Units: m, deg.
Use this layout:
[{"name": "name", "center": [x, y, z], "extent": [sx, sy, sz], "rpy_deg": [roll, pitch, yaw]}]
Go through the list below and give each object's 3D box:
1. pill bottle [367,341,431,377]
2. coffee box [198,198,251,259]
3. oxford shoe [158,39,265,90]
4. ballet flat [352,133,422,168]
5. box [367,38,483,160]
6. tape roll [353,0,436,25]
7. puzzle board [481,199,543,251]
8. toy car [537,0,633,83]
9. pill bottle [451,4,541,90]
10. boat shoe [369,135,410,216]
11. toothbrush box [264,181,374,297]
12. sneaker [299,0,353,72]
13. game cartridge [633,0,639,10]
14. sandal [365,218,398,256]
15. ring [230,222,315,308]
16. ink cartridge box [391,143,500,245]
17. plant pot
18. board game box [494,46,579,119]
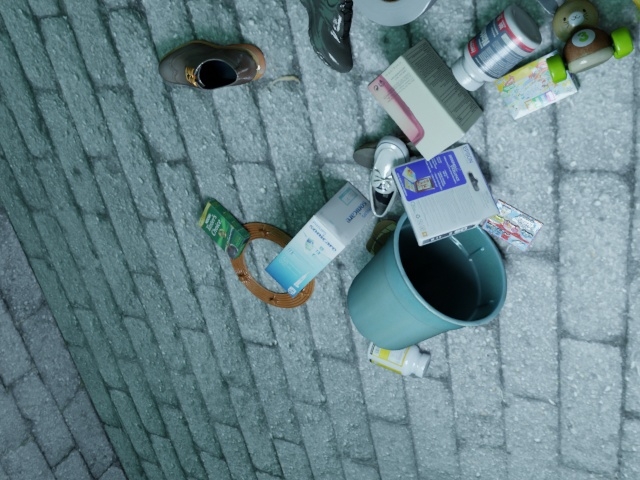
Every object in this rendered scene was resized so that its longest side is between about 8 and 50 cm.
[{"name": "pill bottle", "center": [0.246, 0.362, 2.033], "extent": [0.184, 0.103, 0.103], "rpy_deg": [20, 129, 22]}, {"name": "coffee box", "center": [-0.321, -0.036, 2.156], "extent": [0.184, 0.040, 0.113], "rpy_deg": [45, 129, 13]}, {"name": "oxford shoe", "center": [-0.337, -0.487, 1.825], "extent": [0.363, 0.133, 0.130], "rpy_deg": [4, 122, 32]}, {"name": "ballet flat", "center": [0.191, -0.244, 1.703], "extent": [0.249, 0.058, 0.084], "rpy_deg": [-10, 135, 44]}, {"name": "box", "center": [0.249, -0.332, 1.534], "extent": [0.232, 0.148, 0.126], "rpy_deg": [50, 133, -5]}, {"name": "tape roll", "center": [0.168, -0.601, 1.458], "extent": [0.219, 0.072, 0.219], "rpy_deg": [18, 128, 24]}, {"name": "puzzle board", "center": [0.490, -0.036, 1.664], "extent": [0.128, 0.011, 0.096], "rpy_deg": [31, 129, 12]}, {"name": "toy car", "center": [0.516, -0.435, 1.306], "extent": [0.155, 0.149, 0.189], "rpy_deg": [-19, 93, 23]}, {"name": "pill bottle", "center": [0.379, -0.413, 1.420], "extent": [0.108, 0.108, 0.180], "rpy_deg": [48, 133, -4]}, {"name": "boat shoe", "center": [0.175, -0.159, 1.696], "extent": [0.095, 0.084, 0.258], "rpy_deg": [15, 145, 16]}, {"name": "toothbrush box", "center": [0.000, 0.000, 1.875], "extent": [0.126, 0.216, 0.295], "rpy_deg": [45, 134, -1]}, {"name": "sneaker", "center": [0.031, -0.547, 1.568], "extent": [0.130, 0.109, 0.286], "rpy_deg": [-9, 116, 30]}, {"name": "game cartridge", "center": [0.701, -0.549, 1.156], "extent": [0.323, 0.053, 0.285], "rpy_deg": [-29, 101, 43]}, {"name": "sandal", "center": [0.184, -0.013, 1.865], "extent": [0.072, 0.049, 0.180], "rpy_deg": [44, 148, 8]}, {"name": "ring", "center": [-0.171, 0.093, 2.177], "extent": [0.336, 0.032, 0.337], "rpy_deg": [18, 128, 24]}, {"name": "ink cartridge box", "center": [0.304, -0.115, 1.596], "extent": [0.045, 0.208, 0.206], "rpy_deg": [76, 176, -70]}, {"name": "plant pot", "center": [0.257, 0.124, 1.736], "extent": [0.341, 0.341, 0.334], "rpy_deg": [44, 141, 0]}, {"name": "board game box", "center": [0.482, -0.349, 1.452], "extent": [0.154, 0.026, 0.103], "rpy_deg": [-22, 106, 41]}]
